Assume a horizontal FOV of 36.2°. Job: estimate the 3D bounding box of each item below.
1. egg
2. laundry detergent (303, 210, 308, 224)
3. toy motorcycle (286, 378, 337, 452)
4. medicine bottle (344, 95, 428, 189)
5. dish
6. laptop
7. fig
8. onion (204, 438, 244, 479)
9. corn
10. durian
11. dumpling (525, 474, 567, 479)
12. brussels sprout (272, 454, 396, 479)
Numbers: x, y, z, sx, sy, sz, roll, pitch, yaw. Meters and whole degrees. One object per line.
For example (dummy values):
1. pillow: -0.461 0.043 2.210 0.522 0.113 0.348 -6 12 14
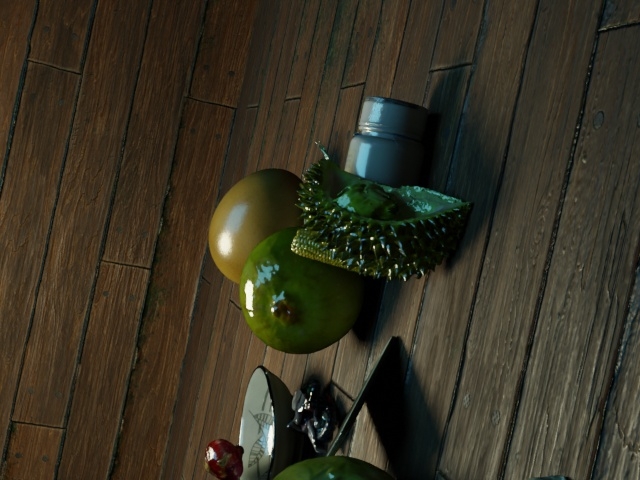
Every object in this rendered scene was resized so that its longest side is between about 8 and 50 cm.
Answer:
1. egg: -0.143 -0.032 2.436 0.250 0.250 0.322 -101 33 -53
2. laundry detergent: 0.000 0.000 2.258 0.099 0.070 0.225 -51 32 42
3. toy motorcycle: -0.017 0.374 2.036 0.213 0.082 0.122 -129 53 -71
4. medicine bottle: 0.116 -0.130 1.823 0.143 0.144 0.258 -162 82 -74
5. dish: -0.102 0.441 2.213 0.316 0.106 0.316 -174 90 -74
6. laptop: 0.058 0.306 1.748 0.269 0.015 0.187 -55 -7 -49
7. fig: -0.036 0.091 2.023 0.326 0.258 0.258 -80 5 -74
8. onion: -0.217 0.502 2.240 0.097 0.107 0.107 -39 5 -19
9. corn: 0.048 0.022 1.851 0.067 0.206 0.067 14 -90 -86
10. durian: 0.087 -0.037 1.701 0.356 0.157 0.169 25 64 36
11. dumpling: 0.264 0.318 1.182 0.057 0.076 0.052 -106 8 -65
12. brussels sprout: 0.001 0.499 1.538 0.344 0.268 0.344 -53 8 11
